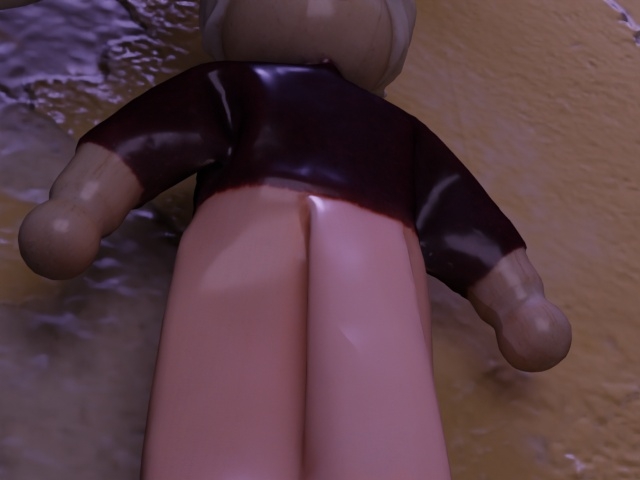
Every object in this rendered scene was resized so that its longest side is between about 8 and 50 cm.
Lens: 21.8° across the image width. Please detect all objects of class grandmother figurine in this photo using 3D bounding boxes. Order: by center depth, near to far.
[{"bbox_3d":[0.000,0.000,0.604,0.208,0.104,0.342,23,43,-26],"label":"grandmother figurine"}]

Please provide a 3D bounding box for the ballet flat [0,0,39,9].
[{"bbox_3d":[-0.039,-0.199,0.708,0.139,0.139,0.400,31,33,11],"label":"ballet flat"}]
